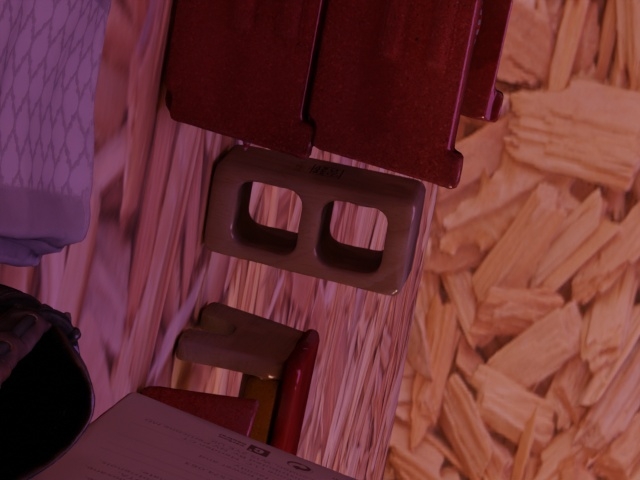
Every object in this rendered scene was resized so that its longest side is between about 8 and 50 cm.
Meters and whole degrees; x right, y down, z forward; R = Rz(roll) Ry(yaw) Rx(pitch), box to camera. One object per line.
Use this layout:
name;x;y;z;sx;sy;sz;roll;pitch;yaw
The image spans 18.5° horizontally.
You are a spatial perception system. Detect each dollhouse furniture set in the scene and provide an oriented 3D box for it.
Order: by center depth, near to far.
dollhouse furniture set;0.000;0.000;1.068;0.201;0.152;0.374;-53;155;-70

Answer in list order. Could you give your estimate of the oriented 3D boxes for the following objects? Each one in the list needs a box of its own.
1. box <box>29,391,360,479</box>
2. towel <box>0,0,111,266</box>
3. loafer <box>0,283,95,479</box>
box;-0.077;0.219;0.773;0.345;0.168;0.215;-37;147;-78
towel;-0.094;-0.147;0.576;0.332;0.053;0.317;4;99;-82
loafer;-0.114;0.060;0.639;0.267;0.084;0.096;31;73;-81
